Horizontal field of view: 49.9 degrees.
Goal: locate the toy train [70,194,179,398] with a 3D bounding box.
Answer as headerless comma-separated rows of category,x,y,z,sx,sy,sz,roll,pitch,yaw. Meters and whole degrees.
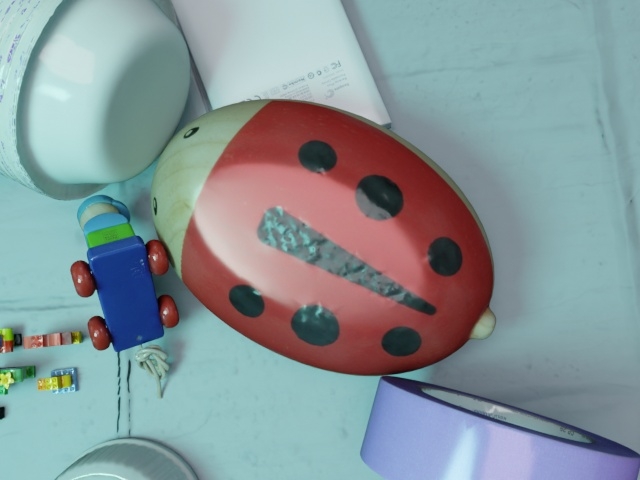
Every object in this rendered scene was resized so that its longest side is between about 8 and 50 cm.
toy train,-0.246,0.072,0.865,0.105,0.248,0.143,-17,42,-19

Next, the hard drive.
hard drive,-0.063,-0.258,0.919,0.210,0.040,0.319,-22,83,1

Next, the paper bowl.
paper bowl,-0.259,-0.180,0.796,0.148,0.284,0.284,24,86,13

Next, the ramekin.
ramekin,-0.250,0.352,0.831,0.207,0.109,0.207,-1,84,4

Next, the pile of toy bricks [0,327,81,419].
pile of toy bricks,-0.415,0.171,0.864,0.212,0.105,0.118,-7,83,3

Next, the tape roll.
tape roll,0.185,0.225,0.731,0.274,0.275,0.090,14,86,5

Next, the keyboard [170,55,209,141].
keyboard,-0.173,-0.127,0.929,0.072,0.014,0.256,-20,82,7

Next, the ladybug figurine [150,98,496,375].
ladybug figurine,0.000,0.000,0.795,0.449,0.162,0.305,24,96,4
